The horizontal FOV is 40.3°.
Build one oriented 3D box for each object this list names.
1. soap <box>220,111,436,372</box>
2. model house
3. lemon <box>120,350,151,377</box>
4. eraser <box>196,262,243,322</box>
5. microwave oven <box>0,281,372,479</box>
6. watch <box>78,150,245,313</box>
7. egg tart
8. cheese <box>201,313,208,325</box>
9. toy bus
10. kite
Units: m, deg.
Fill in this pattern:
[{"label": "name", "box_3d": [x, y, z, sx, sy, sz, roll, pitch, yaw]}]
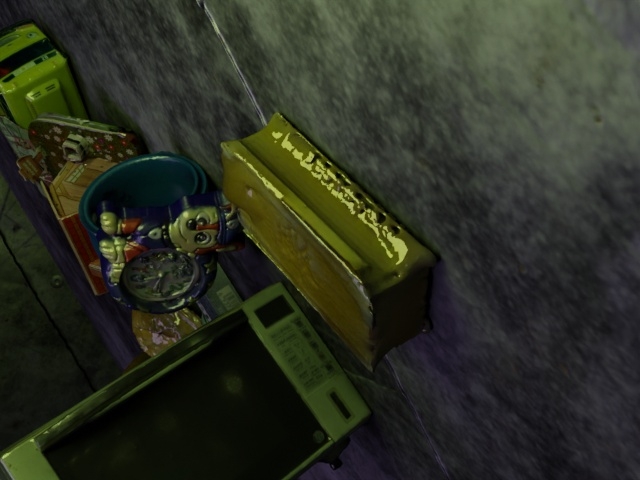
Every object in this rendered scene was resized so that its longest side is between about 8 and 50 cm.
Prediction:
[{"label": "soap", "box_3d": [0.001, -0.001, 0.807, 0.233, 0.076, 0.135, 44, 157, 29]}, {"label": "model house", "box_3d": [-0.367, -0.035, 1.360, 0.207, 0.154, 0.293, 12, 143, 16]}, {"label": "lemon", "box_3d": [-0.322, 0.326, 1.826, 0.260, 0.204, 0.204, 19, 137, 56]}, {"label": "eraser", "box_3d": [-0.143, 0.112, 1.331, 0.212, 0.046, 0.092, 58, 159, 0]}, {"label": "microwave oven", "box_3d": [-0.183, 0.272, 1.096, 0.247, 0.394, 0.333, 58, 147, 1]}, {"label": "watch", "box_3d": [-0.203, -0.024, 1.110, 0.200, 0.196, 0.171, -114, 18, -47]}, {"label": "egg tart", "box_3d": [-0.278, 0.181, 1.637, 0.252, 0.098, 0.232, 55, 152, -15]}, {"label": "cheese", "box_3d": [-0.169, 0.142, 1.400, 0.067, 0.026, 0.120, 48, -167, -17]}, {"label": "toy bus", "box_3d": [-0.472, -0.224, 1.473, 0.150, 0.128, 0.262, 44, 157, 29]}, {"label": "kite", "box_3d": [-0.421, -0.110, 1.448, 0.323, 0.013, 0.268, 34, 147, -16]}]
